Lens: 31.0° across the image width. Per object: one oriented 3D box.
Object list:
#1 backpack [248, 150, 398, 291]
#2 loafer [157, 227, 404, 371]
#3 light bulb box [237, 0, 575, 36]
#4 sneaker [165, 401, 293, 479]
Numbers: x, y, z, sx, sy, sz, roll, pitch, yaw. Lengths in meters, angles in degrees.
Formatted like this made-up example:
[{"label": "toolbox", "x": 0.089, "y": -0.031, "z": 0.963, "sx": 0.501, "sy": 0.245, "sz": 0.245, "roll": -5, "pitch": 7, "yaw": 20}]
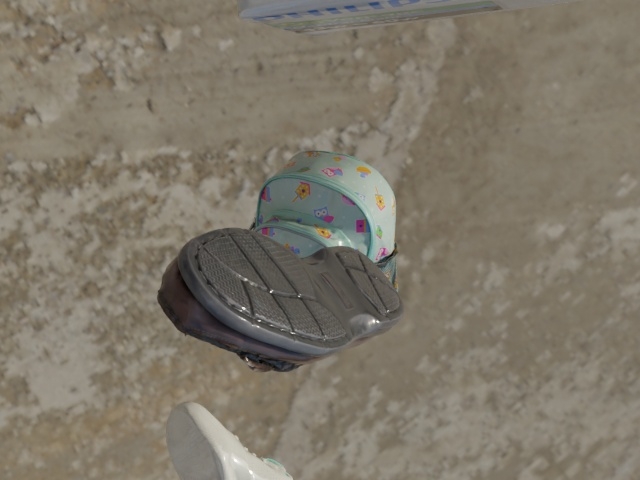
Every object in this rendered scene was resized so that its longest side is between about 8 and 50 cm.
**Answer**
[{"label": "backpack", "x": 0.000, "y": 0.000, "z": 1.301, "sx": 0.144, "sy": 0.166, "sz": 0.188, "roll": -35, "pitch": 136, "yaw": -54}, {"label": "loafer", "x": -0.032, "y": 0.061, "z": 0.867, "sx": 0.095, "sy": 0.109, "sz": 0.302, "roll": -42, "pitch": 161, "yaw": 19}, {"label": "light bulb box", "x": 0.109, "y": -0.368, "z": 0.931, "sx": 0.358, "sy": 0.361, "sz": 0.225, "roll": -4, "pitch": -176, "yaw": 15}, {"label": "sneaker", "x": -0.078, "y": 0.250, "z": 1.219, "sx": 0.080, "sy": 0.212, "sz": 0.094, "roll": -33, "pitch": -178, "yaw": 45}]
